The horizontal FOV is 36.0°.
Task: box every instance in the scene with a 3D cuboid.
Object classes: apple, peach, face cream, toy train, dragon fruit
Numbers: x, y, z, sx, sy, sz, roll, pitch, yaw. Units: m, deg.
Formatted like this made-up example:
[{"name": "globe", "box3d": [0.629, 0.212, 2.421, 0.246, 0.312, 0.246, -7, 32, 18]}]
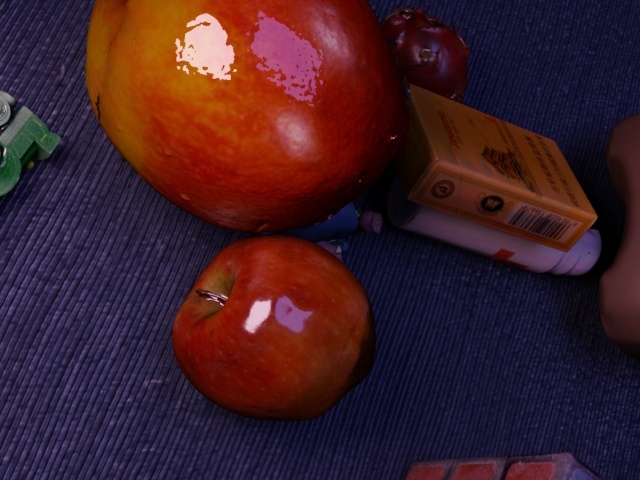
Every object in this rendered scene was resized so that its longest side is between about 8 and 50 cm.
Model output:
[{"name": "apple", "box3d": [-0.046, 0.108, 1.137, 0.230, 0.230, 0.230, 8, 74, -30]}, {"name": "peach", "box3d": [-0.074, -0.183, 1.111, 0.370, 0.370, 0.370, 8, 74, -30]}, {"name": "face cream", "box3d": [0.262, -0.021, 1.430, 0.345, 0.102, 0.102, 18, 69, -27]}, {"name": "toy train", "box3d": [-0.372, -0.079, 1.074, 0.104, 0.071, 0.178, 44, 58, -28]}, {"name": "dragon fruit", "box3d": [0.154, -0.213, 1.416, 0.125, 0.125, 0.246, -24, 107, -55]}]

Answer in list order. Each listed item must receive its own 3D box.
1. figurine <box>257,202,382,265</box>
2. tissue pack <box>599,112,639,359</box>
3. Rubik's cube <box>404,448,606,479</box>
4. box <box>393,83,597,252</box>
[{"name": "figurine", "box3d": [0.005, -0.001, 1.273, 0.144, 0.114, 0.178, -12, 96, -49]}, {"name": "tissue pack", "box3d": [0.583, -0.007, 1.491, 0.267, 0.277, 0.387, 39, 55, -54]}, {"name": "Rubik's cube", "box3d": [0.248, 0.459, 1.180, 0.301, 0.303, 0.305, 38, 63, -19]}, {"name": "box", "box3d": [0.224, -0.098, 1.333, 0.274, 0.076, 0.174, 16, 36, -27]}]
